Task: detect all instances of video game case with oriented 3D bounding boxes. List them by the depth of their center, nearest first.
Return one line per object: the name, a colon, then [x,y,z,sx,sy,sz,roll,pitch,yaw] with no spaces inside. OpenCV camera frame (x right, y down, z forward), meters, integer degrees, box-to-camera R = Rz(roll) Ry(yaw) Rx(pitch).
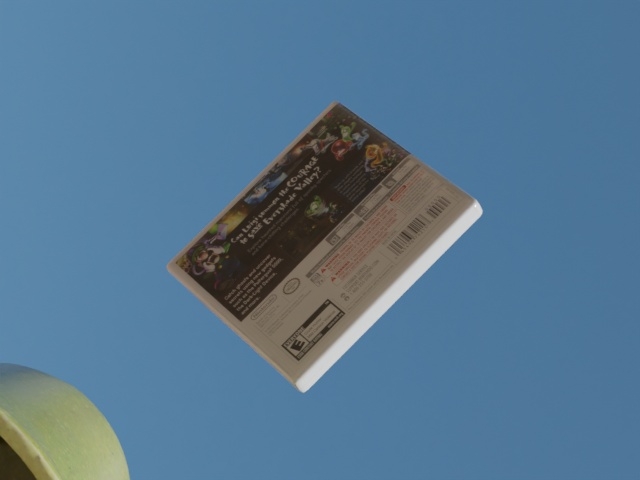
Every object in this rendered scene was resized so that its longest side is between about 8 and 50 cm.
video game case: [0.000,0.000,1.316,0.190,0.022,0.173,-45,-130,-7]

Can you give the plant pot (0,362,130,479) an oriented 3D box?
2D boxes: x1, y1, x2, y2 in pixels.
plant pot: [-0.236,0.183,1.091,0.276,0.254,0.276,1,-84,10]
